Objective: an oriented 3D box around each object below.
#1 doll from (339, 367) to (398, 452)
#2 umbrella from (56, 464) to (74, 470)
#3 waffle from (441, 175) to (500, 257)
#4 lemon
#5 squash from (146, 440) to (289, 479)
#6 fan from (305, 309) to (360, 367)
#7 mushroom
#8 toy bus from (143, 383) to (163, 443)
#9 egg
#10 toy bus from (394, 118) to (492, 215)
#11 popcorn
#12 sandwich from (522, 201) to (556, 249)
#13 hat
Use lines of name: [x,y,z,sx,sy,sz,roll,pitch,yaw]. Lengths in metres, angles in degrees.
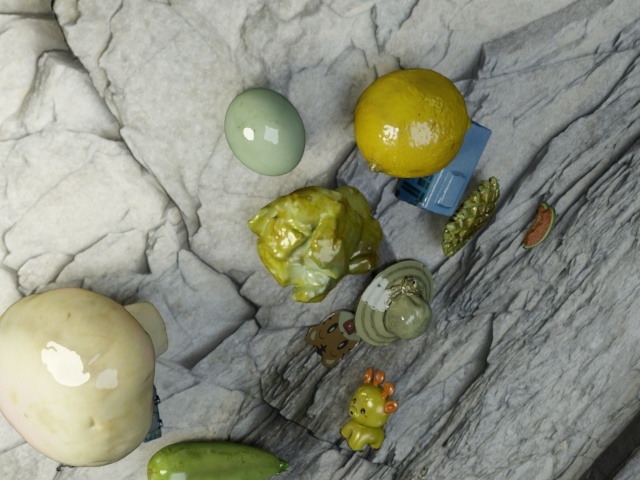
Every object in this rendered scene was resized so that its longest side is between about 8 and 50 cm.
doll: [0.133,0.435,2.204,0.135,0.143,0.221,2,121,-32]
umbrella: [-0.516,0.488,1.885,0.122,0.013,0.022,-2,128,-33]
waffle: [0.362,-0.054,2.083,0.214,0.054,0.208,-46,162,-15]
lemon: [0.193,-0.244,1.804,0.253,0.228,0.228,-17,123,-34]
squash: [-0.236,0.526,2.025,0.370,0.118,0.118,5,112,-38]
fan: [0.073,0.208,2.116,0.226,0.008,0.152,-38,129,-10]
mushroom: [-0.428,0.246,1.606,0.353,0.325,0.353,0,91,-24]
toy bus: [-0.378,0.370,1.879,0.051,0.061,0.153,-18,125,-26]
egg: [-0.106,-0.208,1.678,0.149,0.149,0.192,-38,133,-10]
toy bus: [0.278,-0.173,1.958,0.116,0.133,0.234,13,107,-38]
popcorn: [0.001,-0.006,1.813,0.276,0.225,0.276,-31,170,-6]
sandwich: [0.583,-0.033,2.301,0.067,0.029,0.135,26,100,-34]
hat: [0.212,0.181,2.116,0.252,0.110,0.252,-19,125,-29]
